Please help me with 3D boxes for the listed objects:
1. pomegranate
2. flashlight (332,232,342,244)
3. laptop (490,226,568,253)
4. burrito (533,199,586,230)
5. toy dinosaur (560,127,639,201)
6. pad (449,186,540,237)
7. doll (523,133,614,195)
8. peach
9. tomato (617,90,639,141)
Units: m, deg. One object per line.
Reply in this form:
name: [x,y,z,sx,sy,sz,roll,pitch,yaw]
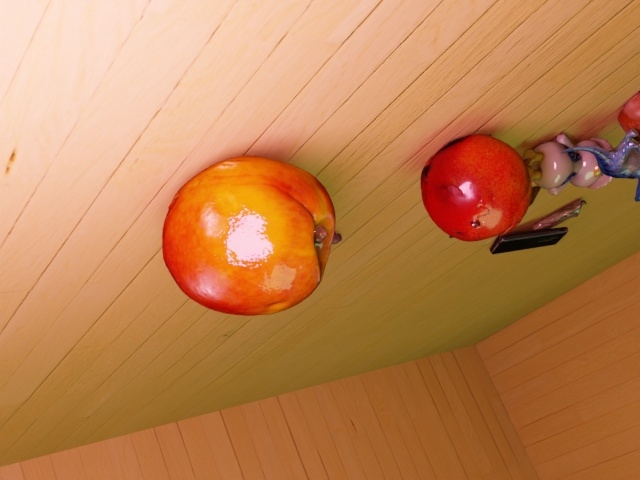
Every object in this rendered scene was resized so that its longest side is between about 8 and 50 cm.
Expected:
pomegranate: [0.303,-0.107,1.461,0.235,0.210,0.210,-41,172,-31]
flashlight: [0.000,0.000,1.660,0.110,0.031,0.052,-12,134,-39]
laptop: [0.628,0.002,2.314,0.207,0.026,0.154,-7,161,-3]
burrito: [0.710,-0.069,2.273,0.171,0.042,0.051,-29,165,28]
toy dinosaur: [0.671,-0.179,1.667,0.329,0.076,0.144,20,130,-37]
pad: [0.476,-0.025,2.095,0.250,0.055,0.323,-23,143,-3]
doll: [0.561,-0.170,1.715,0.293,0.138,0.119,-5,-166,-37]
peach: [-0.117,-0.009,1.197,0.281,0.281,0.238,-41,-162,41]
tomato: [0.778,-0.285,1.686,0.237,0.095,0.236,-20,161,-7]
